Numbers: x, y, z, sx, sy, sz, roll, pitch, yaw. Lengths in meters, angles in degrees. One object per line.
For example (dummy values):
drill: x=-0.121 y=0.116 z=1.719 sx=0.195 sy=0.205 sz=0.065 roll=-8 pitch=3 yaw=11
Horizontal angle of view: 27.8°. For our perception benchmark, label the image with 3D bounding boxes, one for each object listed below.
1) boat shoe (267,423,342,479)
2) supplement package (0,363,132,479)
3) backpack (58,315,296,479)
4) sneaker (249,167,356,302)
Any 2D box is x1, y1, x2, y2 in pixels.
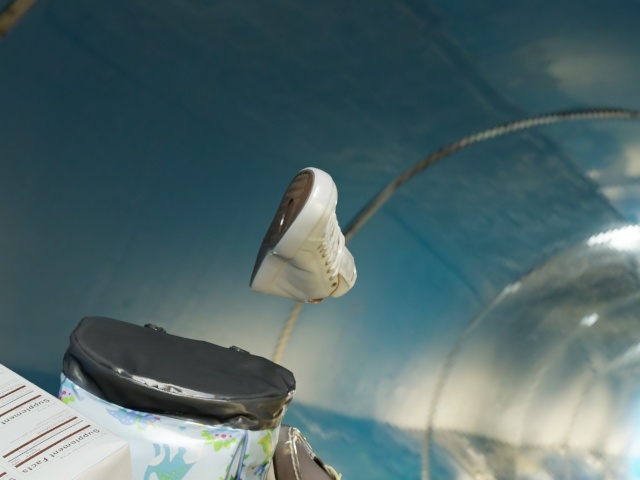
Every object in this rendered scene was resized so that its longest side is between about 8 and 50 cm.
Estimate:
boat shoe: x=-0.005 y=0.379 z=1.897 sx=0.116 sy=0.096 sz=0.324 roll=-82 pitch=-21 yaw=-49
supplement package: x=-0.245 y=0.204 z=0.885 sx=0.149 sy=0.203 sz=0.194 roll=-30 pitch=-48 yaw=-42
backpack: x=-0.212 y=0.312 z=1.569 sx=0.273 sy=0.290 sz=0.355 roll=-64 pitch=-10 yaw=-68
sneaker: x=0.000 y=0.000 z=1.583 sx=0.290 sy=0.123 sz=0.106 roll=122 pitch=165 yaw=-66
